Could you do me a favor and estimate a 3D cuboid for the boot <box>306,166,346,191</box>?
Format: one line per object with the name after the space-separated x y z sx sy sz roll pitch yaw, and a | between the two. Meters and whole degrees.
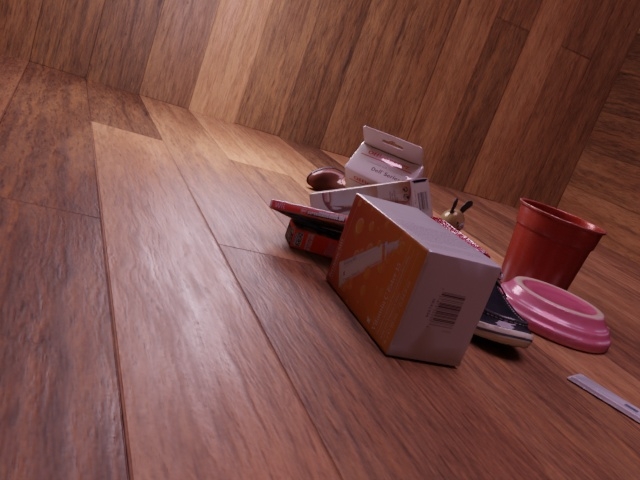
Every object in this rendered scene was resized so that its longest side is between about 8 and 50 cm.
0.099 -0.153 2.366 0.264 0.096 0.280 15 27 -25 | boot

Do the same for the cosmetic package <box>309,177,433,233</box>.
0.137 -0.087 1.760 0.296 0.129 0.153 -6 5 27 | cosmetic package

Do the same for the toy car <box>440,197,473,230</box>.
0.447 -0.047 2.159 0.155 0.188 0.149 5 21 -45 | toy car

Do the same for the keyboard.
0.633 0.347 1.335 0.072 0.014 0.256 11 16 -48 | keyboard

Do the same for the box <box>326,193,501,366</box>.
0.171 0.067 1.322 0.168 0.215 0.345 13 15 -23 | box

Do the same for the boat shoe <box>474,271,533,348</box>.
0.345 0.098 1.573 0.187 0.156 0.500 16 16 -23 | boat shoe

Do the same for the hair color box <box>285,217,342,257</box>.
0.000 0.000 1.665 0.167 0.053 0.093 15 15 -15 | hair color box

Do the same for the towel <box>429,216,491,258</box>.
0.268 0.062 1.511 0.031 0.199 0.275 30 9 -22 | towel

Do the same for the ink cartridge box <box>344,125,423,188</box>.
0.186 -0.153 1.930 0.207 0.119 0.353 25 -29 21 | ink cartridge box

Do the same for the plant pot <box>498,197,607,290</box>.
0.695 0.041 2.016 0.272 0.265 0.272 19 15 -5 | plant pot

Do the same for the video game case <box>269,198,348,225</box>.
0.040 -0.045 1.614 0.285 0.025 0.204 13 -4 20 | video game case

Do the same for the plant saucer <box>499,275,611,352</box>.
0.629 0.187 1.764 0.332 0.084 0.332 19 14 -5 | plant saucer
